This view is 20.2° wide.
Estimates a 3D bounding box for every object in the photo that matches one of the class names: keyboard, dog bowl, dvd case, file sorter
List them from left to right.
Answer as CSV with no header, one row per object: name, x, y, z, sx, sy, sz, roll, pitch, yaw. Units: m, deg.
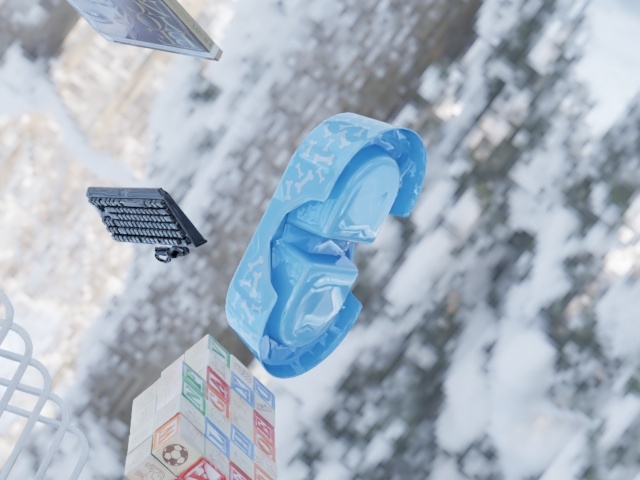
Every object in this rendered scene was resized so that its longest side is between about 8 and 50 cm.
file sorter,-0.340,0.159,1.577,0.192,0.173,0.278,15,151,18
dvd case,-0.224,-0.268,1.984,0.164,0.018,0.221,13,162,31
keyboard,-0.188,-0.013,1.960,0.108,0.023,0.180,53,156,-24
dog bowl,0.000,0.000,1.887,0.074,0.297,0.166,33,-167,31

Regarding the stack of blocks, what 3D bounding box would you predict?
stack of blocks,-0.142,0.235,2.197,0.171,0.087,0.297,45,-164,-19
